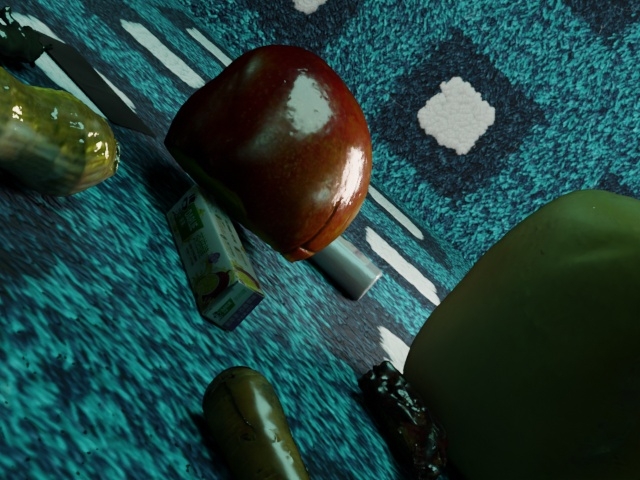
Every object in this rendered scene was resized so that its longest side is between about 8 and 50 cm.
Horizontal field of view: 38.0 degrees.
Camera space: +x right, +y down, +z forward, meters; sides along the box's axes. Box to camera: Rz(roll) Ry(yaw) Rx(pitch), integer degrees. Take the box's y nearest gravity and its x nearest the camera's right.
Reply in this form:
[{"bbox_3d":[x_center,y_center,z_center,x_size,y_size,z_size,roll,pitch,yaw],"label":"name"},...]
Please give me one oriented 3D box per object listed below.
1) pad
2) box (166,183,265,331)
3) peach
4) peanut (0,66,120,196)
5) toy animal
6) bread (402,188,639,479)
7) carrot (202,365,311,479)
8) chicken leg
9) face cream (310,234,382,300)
[{"bbox_3d":[-0.299,-0.207,1.219,0.193,0.004,0.116,46,11,15],"label":"pad"},{"bbox_3d":[-0.108,0.011,0.923,0.041,0.050,0.207,37,12,-32],"label":"box"},{"bbox_3d":[-0.059,-0.107,1.088,0.248,0.246,0.275,16,6,0],"label":"peach"},{"bbox_3d":[-0.243,-0.089,0.743,0.087,0.087,0.206,48,14,29],"label":"peanut"},{"bbox_3d":[-0.341,-0.221,1.021,0.065,0.047,0.135,48,9,0],"label":"toy animal"},{"bbox_3d":[0.305,0.140,1.027,0.348,0.376,0.253,44,11,-3],"label":"bread"},{"bbox_3d":[-0.034,0.156,0.630,0.055,0.055,0.161,30,23,-49],"label":"carrot"},{"bbox_3d":[0.088,0.189,0.936,0.089,0.048,0.219,34,13,-26],"label":"chicken leg"},{"bbox_3d":[0.000,0.000,1.340,0.198,0.057,0.084,44,10,4],"label":"face cream"}]
